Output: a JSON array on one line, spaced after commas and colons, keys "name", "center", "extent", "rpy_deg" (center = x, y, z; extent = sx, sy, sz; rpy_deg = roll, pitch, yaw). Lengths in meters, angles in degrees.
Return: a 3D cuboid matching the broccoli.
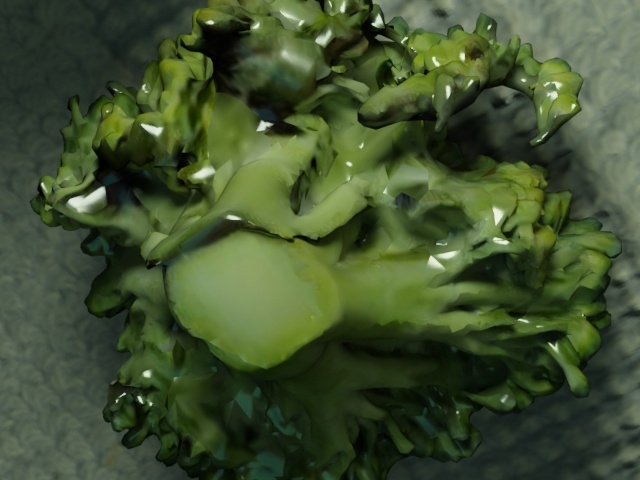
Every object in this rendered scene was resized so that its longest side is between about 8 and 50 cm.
[{"name": "broccoli", "center": [0.002, -0.003, 1.187], "extent": [0.324, 0.272, 0.334], "rpy_deg": [-30, 94, -14]}]
